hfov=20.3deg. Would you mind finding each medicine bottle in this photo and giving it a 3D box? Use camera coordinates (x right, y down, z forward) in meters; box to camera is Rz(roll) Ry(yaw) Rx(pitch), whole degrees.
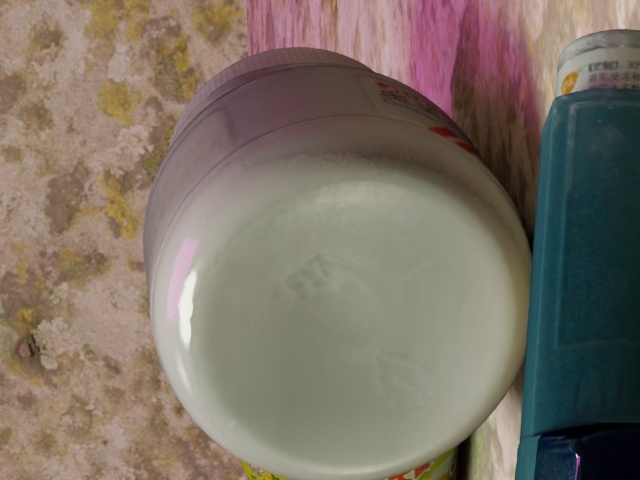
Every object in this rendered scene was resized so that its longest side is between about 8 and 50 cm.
[{"bbox_3d":[0.130,0.026,0.763,0.124,0.079,0.258,103,174,-64],"label":"medicine bottle"},{"bbox_3d":[0.000,0.000,1.223,0.306,0.245,0.245,-112,21,-68],"label":"medicine bottle"}]

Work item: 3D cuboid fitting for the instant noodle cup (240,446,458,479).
[{"bbox_3d":[0.024,0.147,1.380,0.205,0.205,0.153,-104,4,-56],"label":"instant noodle cup"}]
